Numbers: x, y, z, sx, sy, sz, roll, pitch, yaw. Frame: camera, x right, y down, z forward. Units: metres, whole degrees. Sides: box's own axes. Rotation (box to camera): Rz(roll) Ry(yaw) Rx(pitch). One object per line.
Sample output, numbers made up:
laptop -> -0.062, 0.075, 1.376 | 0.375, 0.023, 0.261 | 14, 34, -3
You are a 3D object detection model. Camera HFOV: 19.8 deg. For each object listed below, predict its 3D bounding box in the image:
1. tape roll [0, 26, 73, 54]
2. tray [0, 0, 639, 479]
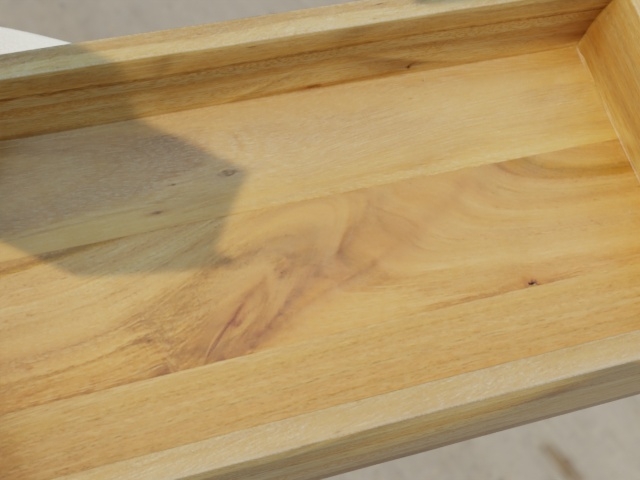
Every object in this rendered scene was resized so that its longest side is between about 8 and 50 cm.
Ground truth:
tape roll -> -0.155, -0.053, 1.364 | 0.392, 0.072, 0.392 | 17, -11, 3
tray -> 0.000, 0.000, 0.829 | 0.410, 0.076, 0.203 | -12, 68, -24
